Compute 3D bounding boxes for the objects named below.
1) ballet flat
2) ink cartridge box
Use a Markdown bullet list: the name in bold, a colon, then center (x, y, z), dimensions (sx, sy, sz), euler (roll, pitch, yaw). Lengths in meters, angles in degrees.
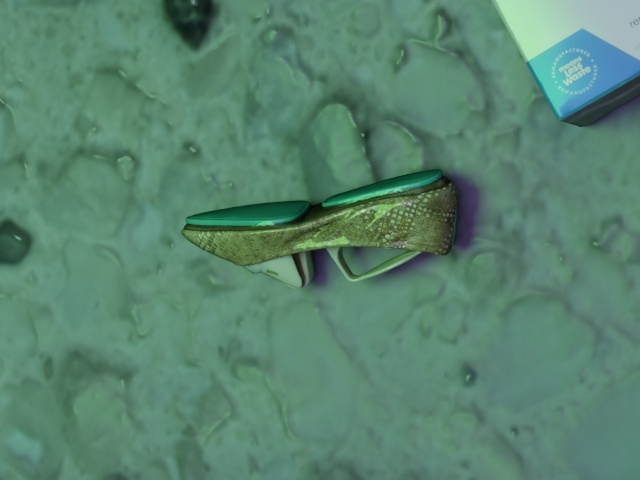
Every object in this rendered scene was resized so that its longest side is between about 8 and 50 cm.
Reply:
- **ballet flat**: center (0.000, 0.000, 1.371), dimensions (0.206, 0.073, 0.067), euler (-8, 102, 23)
- **ink cartridge box**: center (0.168, -0.208, 1.301), dimensions (0.134, 0.078, 0.231), euler (-31, 80, 17)
